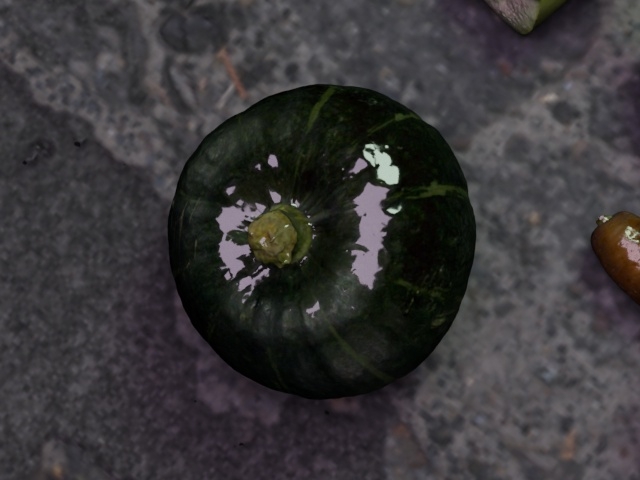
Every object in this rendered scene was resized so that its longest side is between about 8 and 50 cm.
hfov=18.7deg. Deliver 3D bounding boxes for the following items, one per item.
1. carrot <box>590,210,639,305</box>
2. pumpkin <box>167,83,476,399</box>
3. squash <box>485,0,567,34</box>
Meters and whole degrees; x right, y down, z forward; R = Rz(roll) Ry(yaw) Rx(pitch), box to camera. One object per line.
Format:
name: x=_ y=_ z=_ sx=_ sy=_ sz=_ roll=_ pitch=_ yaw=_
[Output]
carrot: x=0.205 y=0.047 z=1.037 sx=0.035 sy=0.035 sz=0.165 roll=-42 pitch=80 yaw=-3
pumpkin: x=0.001 y=0.000 z=1.023 sx=0.167 sy=0.125 sz=0.167 roll=0 pitch=75 yaw=1
squash: x=0.184 y=-0.215 z=1.067 sx=0.250 sy=0.083 sz=0.083 roll=-42 pitch=77 yaw=-1
